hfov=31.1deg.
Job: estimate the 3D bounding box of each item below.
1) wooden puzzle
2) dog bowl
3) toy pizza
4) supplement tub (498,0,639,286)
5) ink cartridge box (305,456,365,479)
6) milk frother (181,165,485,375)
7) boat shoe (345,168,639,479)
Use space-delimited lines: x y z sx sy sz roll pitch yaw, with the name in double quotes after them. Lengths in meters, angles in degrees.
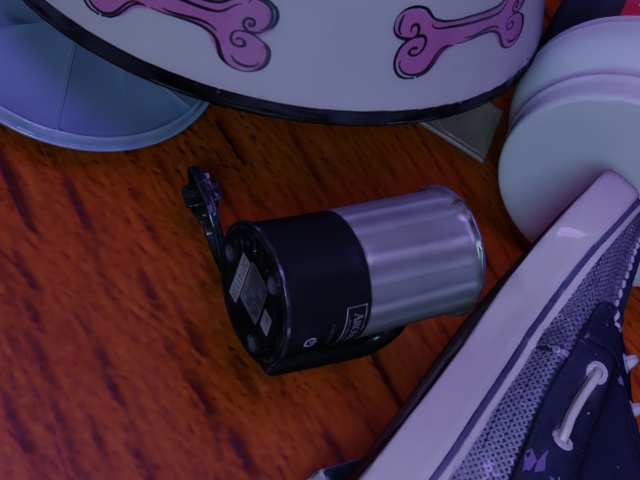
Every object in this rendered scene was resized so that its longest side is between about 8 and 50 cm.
0.106 -0.096 0.892 0.116 0.014 0.078 36 46 -2 "wooden puzzle"
-0.018 -0.260 0.776 0.408 0.150 0.408 10 41 -9 "dog bowl"
-0.164 -0.139 0.768 0.201 0.032 0.201 13 56 -19 "toy pizza"
0.255 -0.117 0.866 0.191 0.191 0.272 34 50 -3 "supplement tub"
0.114 0.209 0.674 0.206 0.045 0.208 -10 66 -32 "ink cartridge box"
0.000 0.000 0.698 0.135 0.129 0.143 -11 71 -28 "milk frother"
0.139 0.106 0.653 0.158 0.127 0.340 39 54 6 "boat shoe"
